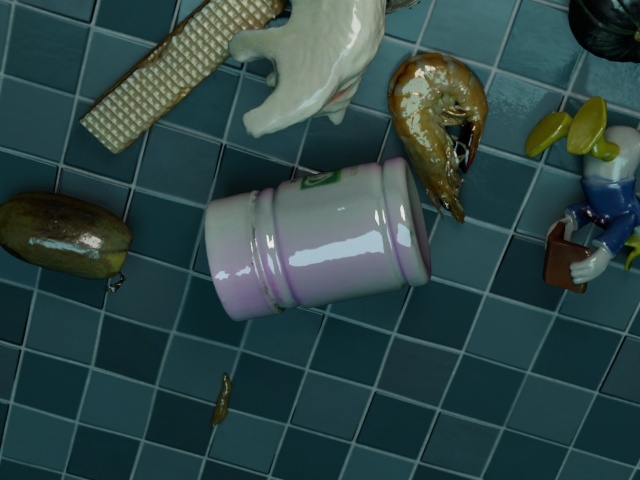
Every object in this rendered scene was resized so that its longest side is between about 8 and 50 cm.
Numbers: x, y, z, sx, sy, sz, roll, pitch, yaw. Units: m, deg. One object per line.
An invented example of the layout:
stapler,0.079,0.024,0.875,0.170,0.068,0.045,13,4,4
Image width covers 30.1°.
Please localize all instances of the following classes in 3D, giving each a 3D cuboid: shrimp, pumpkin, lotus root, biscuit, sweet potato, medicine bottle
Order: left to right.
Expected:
lotus root,-0.427,-0.009,1.976,0.241,0.124,0.123,17,131,-6
biscuit,-0.216,-0.281,1.865,0.379,0.054,0.094,-39,108,20
sweet potato,-0.177,0.294,2.156,0.026,0.026,0.115,16,113,-2
medicine bottle,0.000,0.000,1.895,0.325,0.212,0.212,-13,114,10
shrimp,0.205,-0.164,1.887,0.152,0.063,0.287,-23,111,3
pumpkin,0.459,-0.339,1.725,0.194,0.150,0.194,7,124,11

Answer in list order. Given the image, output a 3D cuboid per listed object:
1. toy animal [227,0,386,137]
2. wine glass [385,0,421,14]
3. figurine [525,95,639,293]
toy animal,0.003,-0.326,1.769,0.266,0.188,0.307,-26,70,31
wine glass,0.092,-0.415,1.767,0.072,0.072,0.155,-18,113,13
figurine,0.469,-0.031,1.854,0.338,0.204,0.283,26,94,-20
